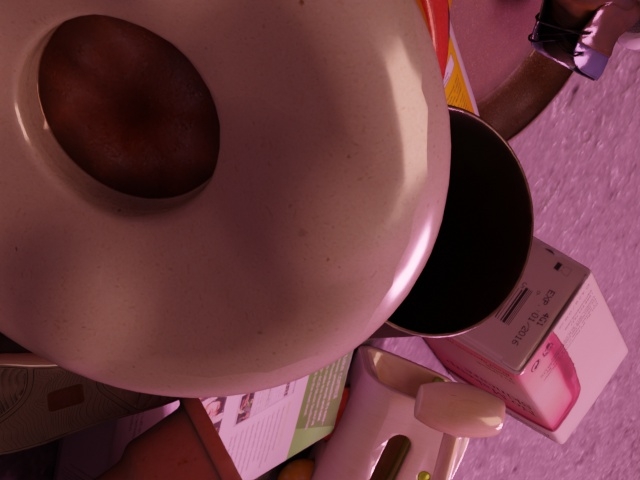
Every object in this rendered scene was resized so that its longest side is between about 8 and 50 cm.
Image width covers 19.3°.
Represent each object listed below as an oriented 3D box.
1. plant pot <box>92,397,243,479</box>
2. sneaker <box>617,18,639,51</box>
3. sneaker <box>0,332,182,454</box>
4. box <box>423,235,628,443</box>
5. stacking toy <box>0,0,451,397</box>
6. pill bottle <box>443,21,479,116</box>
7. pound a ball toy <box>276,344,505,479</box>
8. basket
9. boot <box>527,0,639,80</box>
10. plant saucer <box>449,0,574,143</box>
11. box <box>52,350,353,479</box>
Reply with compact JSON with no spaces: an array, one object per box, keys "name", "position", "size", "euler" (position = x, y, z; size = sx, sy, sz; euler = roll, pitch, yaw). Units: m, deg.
[{"name":"plant pot","position":[-0.154,0.315,1.294],"size":[0.305,0.334,0.334],"euler":[-26,145,-7]},{"name":"sneaker","position":[0.380,-0.252,1.873],"size":[0.281,0.105,0.115],"euler":[-40,147,-34]},{"name":"sneaker","position":[-0.196,0.071,1.263],"size":[0.222,0.118,0.083],"euler":[-8,129,-21]},{"name":"box","position":[0.193,0.086,1.848],"size":[0.127,0.149,0.232],"euler":[-54,152,-9]},{"name":"stacking toy","position":[-0.032,-0.162,1.141],"size":[0.480,0.351,0.350],"euler":[-54,159,-54]},{"name":"pill bottle","position":[0.048,-0.099,1.426],"size":[0.136,0.136,0.245],"euler":[-52,152,-14]},{"name":"pound a ball toy","position":[0.034,0.233,1.704],"size":[0.208,0.136,0.319],"euler":[-99,-148,-75]},{"name":"basket","position":[0.000,0.000,1.315],"size":[0.204,0.227,0.154],"euler":[-16,94,-45]},{"name":"boot","position":[0.220,-0.191,1.585],"size":[0.219,0.082,0.106],"euler":[1,114,-62]},{"name":"plant saucer","position":[0.171,-0.218,1.615],"size":[0.310,0.050,0.310],"euler":[-40,147,-34]},{"name":"box","position":[-0.080,0.110,1.514],"size":[0.322,0.058,0.232],"euler":[-23,136,-47]}]
